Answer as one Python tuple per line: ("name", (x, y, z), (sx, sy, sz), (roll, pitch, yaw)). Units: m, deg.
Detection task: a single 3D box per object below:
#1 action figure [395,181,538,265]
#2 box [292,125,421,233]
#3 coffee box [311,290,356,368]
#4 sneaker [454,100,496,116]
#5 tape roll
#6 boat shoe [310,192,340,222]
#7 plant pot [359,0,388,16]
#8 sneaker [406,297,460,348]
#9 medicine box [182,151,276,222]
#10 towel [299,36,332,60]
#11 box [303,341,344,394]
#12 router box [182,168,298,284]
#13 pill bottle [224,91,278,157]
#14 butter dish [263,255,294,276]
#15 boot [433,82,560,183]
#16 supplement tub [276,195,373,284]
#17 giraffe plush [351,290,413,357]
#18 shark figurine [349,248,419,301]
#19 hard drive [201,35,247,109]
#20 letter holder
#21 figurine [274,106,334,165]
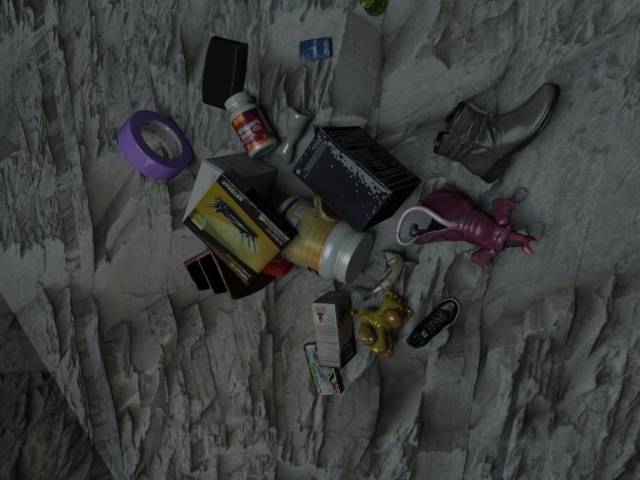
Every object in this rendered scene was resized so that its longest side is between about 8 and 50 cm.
("action figure", (0.455, -0.054, 1.548), (0.370, 0.275, 0.248), (22, 107, 37))
("box", (0.120, -0.201, 1.664), (0.294, 0.296, 0.183), (43, 118, 13))
("coffee box", (0.052, 0.326, 1.924), (0.098, 0.141, 0.247), (0, 103, 28))
("sneaker", (0.468, -0.365, 1.560), (0.161, 0.075, 0.057), (34, 116, 18))
("tape roll", (-0.645, -0.372, 2.052), (0.090, 0.274, 0.275), (-34, 85, 31))
("boat shoe", (0.025, -0.138, 1.762), (0.104, 0.285, 0.089), (32, 122, -16))
("plant pot", (0.158, -0.746, 1.633), (0.083, 0.079, 0.083), (7, 106, 26))
("sneaker", (0.375, 0.289, 1.748), (0.079, 0.121, 0.217), (44, 119, 11))
("medicine box", (-0.330, -0.166, 1.922), (0.149, 0.289, 0.264), (33, 116, 16))
("towel", (-0.018, -0.651, 1.783), (0.119, 0.029, 0.067), (3, 103, 28))
("box", (0.012, 0.499, 2.048), (0.114, 0.036, 0.207), (-13, 96, 31))
("router box", (-0.267, -0.043, 1.735), (0.309, 0.081, 0.243), (44, 116, -1))
("pill bottle", (-0.255, -0.422, 1.916), (0.121, 0.121, 0.221), (-31, 87, 31))
("butter dish", (-0.161, 0.083, 1.995), (0.160, 0.160, 0.118), (12, 131, 25))
("boot", (0.486, -0.335, 1.483), (0.222, 0.118, 0.338), (30, 119, -6))
("supplement tub", (0.000, 0.000, 1.819), (0.316, 0.228, 0.228), (26, 113, 21))
("giraffe plush", (0.229, 0.276, 1.824), (0.170, 0.181, 0.210), (-39, 48, 20))
("shark figurine", (0.222, 0.098, 1.818), (0.116, 0.166, 0.278), (63, 143, 31))
("hard drive", (-0.368, -0.622, 1.966), (0.171, 0.054, 0.255), (22, 112, 23))
("letter holder", (-0.326, 0.115, 1.984), (0.152, 0.302, 0.215), (-25, 90, 31))
("figurine", (-0.056, -0.334, 1.854), (0.214, 0.092, 0.210), (36, 121, 17))
